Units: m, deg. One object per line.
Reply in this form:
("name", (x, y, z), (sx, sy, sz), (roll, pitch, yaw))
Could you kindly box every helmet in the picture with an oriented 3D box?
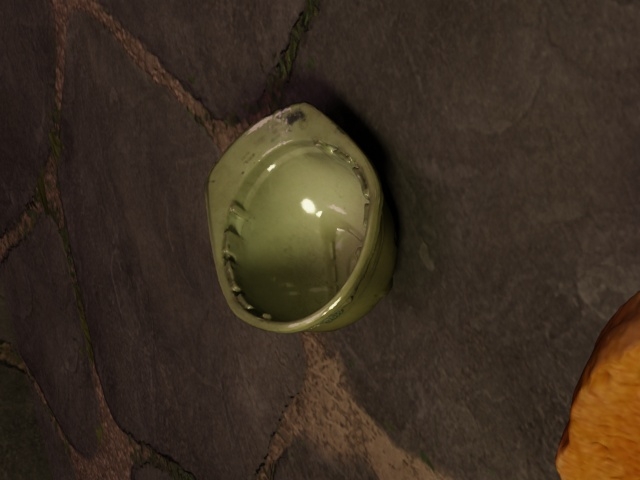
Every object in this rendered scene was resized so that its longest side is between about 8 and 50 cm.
("helmet", (0.001, -0.002, 1.276), (0.204, 0.137, 0.257), (-34, 52, 20))

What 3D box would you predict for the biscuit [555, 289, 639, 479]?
("biscuit", (0.348, 0.161, 0.645), (0.455, 0.078, 0.350), (36, 154, -8))
